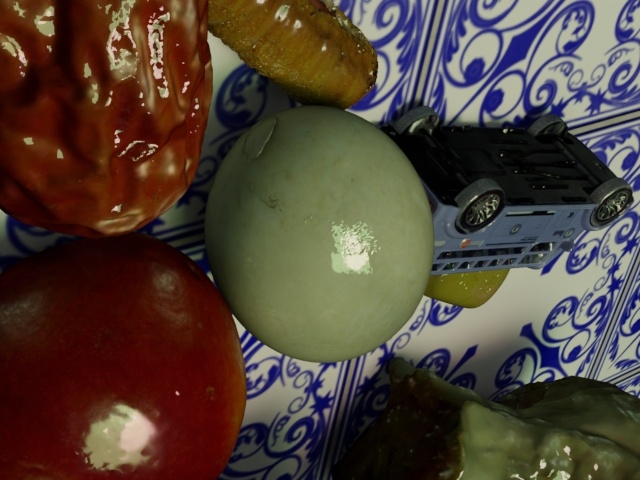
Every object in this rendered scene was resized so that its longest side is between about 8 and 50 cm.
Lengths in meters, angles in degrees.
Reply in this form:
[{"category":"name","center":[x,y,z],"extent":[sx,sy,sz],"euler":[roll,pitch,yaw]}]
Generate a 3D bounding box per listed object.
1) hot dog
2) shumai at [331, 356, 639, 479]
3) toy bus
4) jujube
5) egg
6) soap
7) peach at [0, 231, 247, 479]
[{"category":"hot dog","center":[-0.041,-0.171,0.873],"extent":[0.083,0.068,0.289],"euler":[-46,145,10]},{"category":"shumai","center":[0.186,0.276,1.351],"extent":[0.323,0.397,0.324],"euler":[23,86,-21]},{"category":"toy bus","center":[0.169,-0.041,1.153],"extent":[0.292,0.125,0.133],"euler":[-3,135,-41]},{"category":"jujube","center":[-0.152,-0.117,0.723],"extent":[0.174,0.174,0.250],"euler":[-22,140,-30]},{"category":"egg","center":[0.000,0.000,0.966],"extent":[0.186,0.186,0.253],"euler":[-35,141,-17]},{"category":"soap","center":[0.159,0.032,1.275],"extent":[0.140,0.045,0.089],"euler":[17,113,-51]},{"category":"peach","center":[-0.169,0.105,0.886],"extent":[0.243,0.199,0.243],"euler":[-17,117,-37]}]
